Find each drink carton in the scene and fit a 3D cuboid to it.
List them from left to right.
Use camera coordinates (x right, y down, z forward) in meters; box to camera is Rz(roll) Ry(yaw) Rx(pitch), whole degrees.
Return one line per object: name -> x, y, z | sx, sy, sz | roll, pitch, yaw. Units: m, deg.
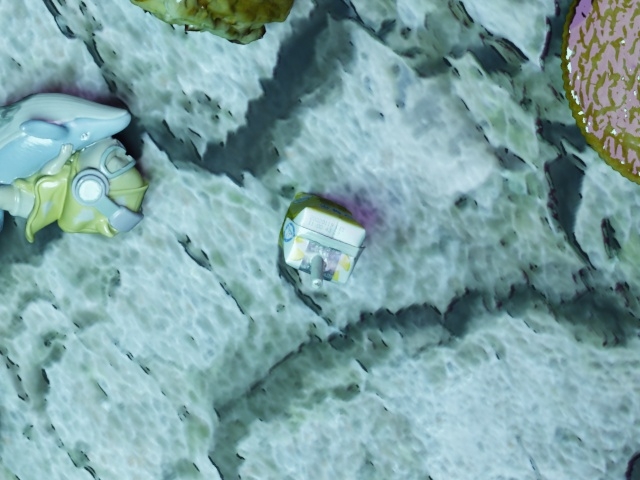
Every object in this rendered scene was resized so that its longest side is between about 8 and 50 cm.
drink carton -> 0.000, 0.000, 1.885 | 0.084, 0.200, 0.074 | 23, 94, -7

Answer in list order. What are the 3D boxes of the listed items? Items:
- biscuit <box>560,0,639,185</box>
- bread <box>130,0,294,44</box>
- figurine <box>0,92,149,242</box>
biscuit -> 0.397, -0.191, 1.966 | 0.305, 0.038, 0.305 | 0, 99, -2
bread -> -0.088, -0.360, 1.816 | 0.167, 0.277, 0.325 | 24, 96, 17
figurine -> -0.270, -0.061, 1.902 | 0.208, 0.128, 0.184 | -43, 101, 11
